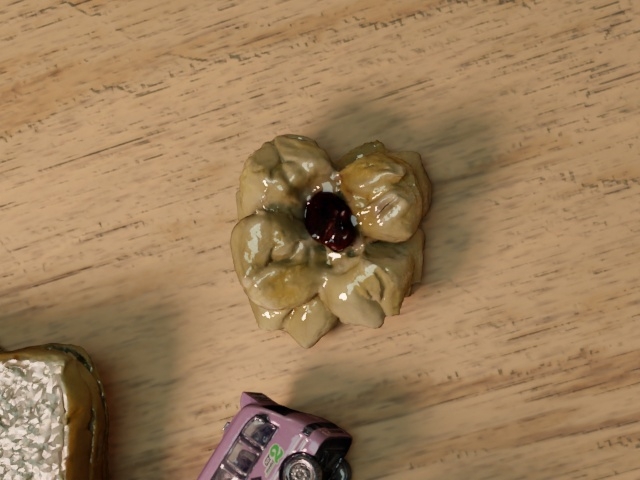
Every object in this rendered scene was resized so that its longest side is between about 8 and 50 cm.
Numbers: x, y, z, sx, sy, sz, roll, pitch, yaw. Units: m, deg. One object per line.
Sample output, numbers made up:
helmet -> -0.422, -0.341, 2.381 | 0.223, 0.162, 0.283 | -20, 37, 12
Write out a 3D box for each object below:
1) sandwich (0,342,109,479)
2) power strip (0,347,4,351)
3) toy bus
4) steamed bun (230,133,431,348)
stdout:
sandwich -> -0.316, 0.243, 1.722 | 0.271, 0.099, 0.301 | -4, 90, 20
power strip -> -0.315, 0.136, 1.791 | 0.169, 0.028, 0.076 | 41, 98, 16
toy bus -> -0.061, 0.234, 1.679 | 0.108, 0.096, 0.199 | 33, 96, 20
steamed bun -> 0.000, 0.000, 1.682 | 0.178, 0.106, 0.192 | 6, 87, 17
